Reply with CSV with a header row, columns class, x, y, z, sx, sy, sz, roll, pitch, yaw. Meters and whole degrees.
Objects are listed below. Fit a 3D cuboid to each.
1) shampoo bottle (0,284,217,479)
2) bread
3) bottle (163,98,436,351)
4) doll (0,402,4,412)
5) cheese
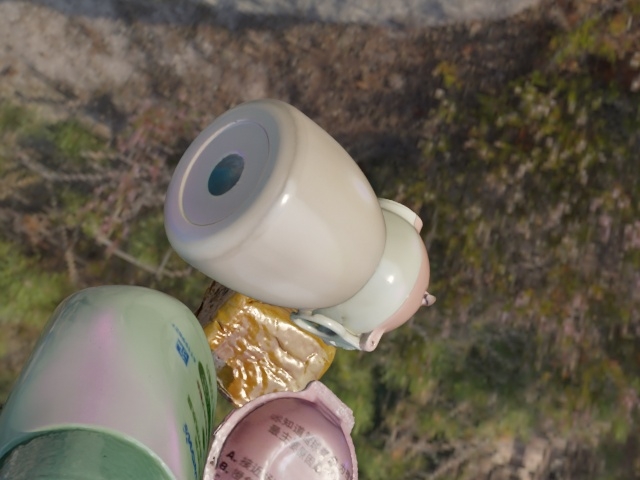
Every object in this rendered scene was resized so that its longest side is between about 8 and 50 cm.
class,x,y,z,sx,sy,sz,roll,pitch,yaw
shampoo bottle,-0.163,0.173,0.951,0.151,0.349,0.221,2,109,1
bread,-0.085,0.124,1.603,0.158,0.143,0.149,41,178,-20
bottle,0.000,0.000,1.082,0.148,0.147,0.236,-19,141,37
doll,-0.367,0.186,1.060,0.135,0.221,0.143,52,146,-12
cheese,-0.057,0.271,1.307,0.189,0.286,0.074,41,158,-23
